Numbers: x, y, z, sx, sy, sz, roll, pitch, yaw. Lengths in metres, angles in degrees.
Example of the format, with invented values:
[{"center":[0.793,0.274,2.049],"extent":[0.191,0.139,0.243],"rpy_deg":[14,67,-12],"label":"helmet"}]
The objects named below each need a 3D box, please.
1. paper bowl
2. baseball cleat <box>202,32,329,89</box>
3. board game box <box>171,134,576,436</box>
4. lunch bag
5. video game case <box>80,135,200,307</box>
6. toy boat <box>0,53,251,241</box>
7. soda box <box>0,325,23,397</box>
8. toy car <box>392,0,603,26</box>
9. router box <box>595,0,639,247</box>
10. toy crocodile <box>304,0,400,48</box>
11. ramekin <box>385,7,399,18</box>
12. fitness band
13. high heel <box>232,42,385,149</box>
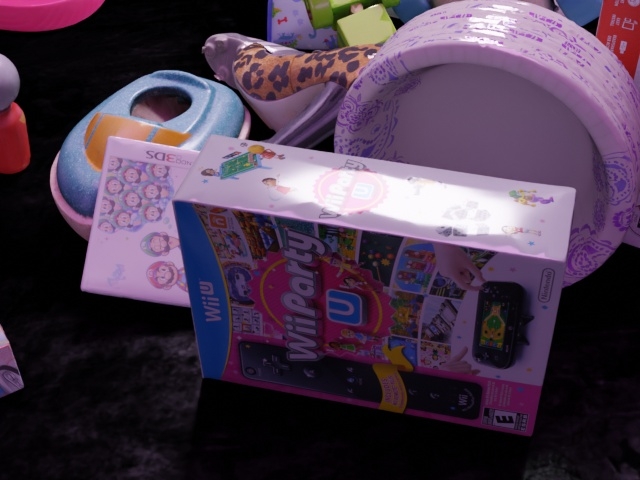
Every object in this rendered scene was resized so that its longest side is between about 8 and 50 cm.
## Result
[{"center":[0.168,-0.095,0.933],"extent":[0.284,0.284,0.148],"rpy_deg":[16,44,19],"label":"paper bowl"},{"center":[-0.049,-0.223,1.266],"extent":[0.206,0.072,0.109],"rpy_deg":[27,34,23],"label":"baseball cleat"},{"center":[0.044,0.042,0.826],"extent":[0.303,0.224,0.097],"rpy_deg":[9,44,12],"label":"board game box"},{"center":[-0.003,-0.334,1.309],"extent":[0.129,0.151,0.096],"rpy_deg":[3,15,5],"label":"lunch bag"},{"center":[-0.151,-0.016,0.963],"extent":[0.143,0.019,0.157],"rpy_deg":[9,79,-9],"label":"video game case"},{"center":[-0.249,-0.119,1.076],"extent":[0.318,0.148,0.267],"rpy_deg":[12,43,14],"label":"toy boat"},{"center":[-0.362,0.130,0.855],"extent":[0.183,0.063,0.058],"rpy_deg":[-23,46,-22],"label":"soda box"},{"center":[0.247,-0.309,1.265],"extent":[0.210,0.219,0.238],"rpy_deg":[62,27,6],"label":"toy car"},{"center":[0.405,-0.120,0.917],"extent":[0.301,0.335,0.082],"rpy_deg":[21,45,24],"label":"router box"},{"center":[0.059,-0.233,1.174],"extent":[0.115,0.105,0.340],"rpy_deg":[-18,73,-3],"label":"toy crocodile"},{"center":[0.173,-0.466,1.465],"extent":[0.303,0.148,0.303],"rpy_deg":[-1,41,1],"label":"ramekin"},{"center":[-0.458,-0.388,1.470],"extent":[0.291,0.054,0.209],"rpy_deg":[8,44,12],"label":"fitness band"},{"center":[-0.001,-0.197,1.104],"extent":[0.186,0.093,0.261],"rpy_deg":[-35,37,12],"label":"high heel"}]
